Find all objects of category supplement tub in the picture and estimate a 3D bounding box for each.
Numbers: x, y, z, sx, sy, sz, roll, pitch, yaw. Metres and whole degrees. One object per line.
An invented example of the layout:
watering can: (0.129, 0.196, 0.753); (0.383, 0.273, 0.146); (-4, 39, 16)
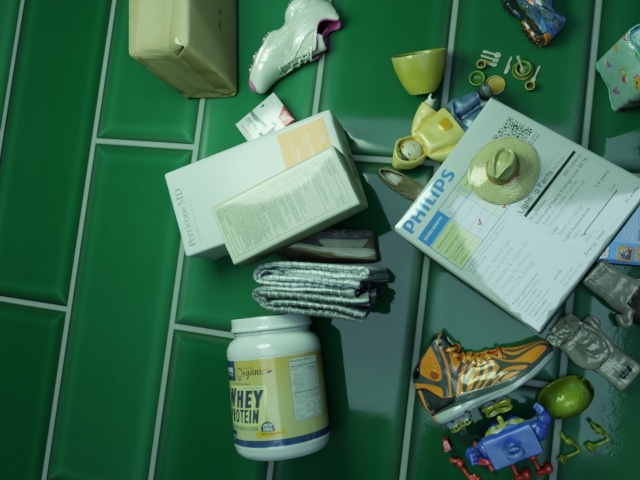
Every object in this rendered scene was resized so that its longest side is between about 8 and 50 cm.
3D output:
supplement tub: (-0.103, 0.335, 1.330); (0.228, 0.228, 0.316); (-8, 83, 14)

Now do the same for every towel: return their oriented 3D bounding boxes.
towel: (0.006, 0.113, 1.320); (0.284, 0.235, 0.121); (3, 89, 16)

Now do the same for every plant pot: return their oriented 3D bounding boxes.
plant pot: (0.246, -0.411, 1.370); (0.134, 0.134, 0.095); (-4, 111, 14)

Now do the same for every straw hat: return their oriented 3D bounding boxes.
straw hat: (0.358, -0.147, 1.098); (0.144, 0.061, 0.144); (-4, 78, 19)

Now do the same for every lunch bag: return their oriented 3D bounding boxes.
lunch bag: (0.759, -0.400, 1.176); (0.262, 0.223, 0.160); (-20, 87, 11)

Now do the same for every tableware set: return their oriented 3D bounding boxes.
tableware set: (0.448, -0.403, 1.360); (0.154, 0.024, 0.104); (23, 91, 15)

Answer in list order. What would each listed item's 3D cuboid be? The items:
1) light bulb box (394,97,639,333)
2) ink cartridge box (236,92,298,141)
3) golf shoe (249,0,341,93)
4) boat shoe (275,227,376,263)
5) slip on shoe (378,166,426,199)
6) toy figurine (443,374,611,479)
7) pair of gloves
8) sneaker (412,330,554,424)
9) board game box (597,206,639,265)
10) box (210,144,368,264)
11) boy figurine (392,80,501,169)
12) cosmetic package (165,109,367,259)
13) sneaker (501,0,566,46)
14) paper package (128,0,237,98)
light bulb box: (0.424, -0.045, 1.209); (0.361, 0.225, 0.358); (38, 95, 23)
ink cartridge box: (-0.141, -0.307, 1.485); (0.135, 0.056, 0.099); (-39, 78, 8)
golf shoe: (-0.068, -0.502, 1.459); (0.140, 0.115, 0.306); (36, 96, 11)
boat shoe: (0.000, 0.000, 1.379); (0.285, 0.103, 0.092); (6, 74, -5)
slip on shoe: (0.204, -0.144, 1.390); (0.135, 0.041, 0.051); (35, 94, 15)
toy figurine: (0.442, 0.436, 1.187); (0.363, 0.217, 0.191); (-25, 80, 12)
pair of gloves: (0.650, 0.184, 1.247); (0.204, 0.042, 0.240); (30, 98, 10)
sneaker: (0.352, 0.271, 1.273); (0.321, 0.124, 0.180); (-32, 79, 10)
board game box: (0.707, -0.023, 1.251); (0.211, 0.039, 0.160); (5, 86, 15)
box: (-0.067, -0.072, 1.247); (0.311, 0.121, 0.148); (-24, 82, 11)
boy figurine: (0.291, -0.271, 1.356); (0.285, 0.092, 0.177); (-29, 81, 7)
cosmetic package: (-0.136, -0.129, 1.415); (0.453, 0.161, 0.230); (-20, 81, 12)
sneaker: (0.504, -0.571, 1.342); (0.087, 0.083, 0.221); (-30, 84, -3)
paper package: (-0.341, -0.571, 1.431); (0.168, 0.309, 0.324); (-2, 83, 14)
